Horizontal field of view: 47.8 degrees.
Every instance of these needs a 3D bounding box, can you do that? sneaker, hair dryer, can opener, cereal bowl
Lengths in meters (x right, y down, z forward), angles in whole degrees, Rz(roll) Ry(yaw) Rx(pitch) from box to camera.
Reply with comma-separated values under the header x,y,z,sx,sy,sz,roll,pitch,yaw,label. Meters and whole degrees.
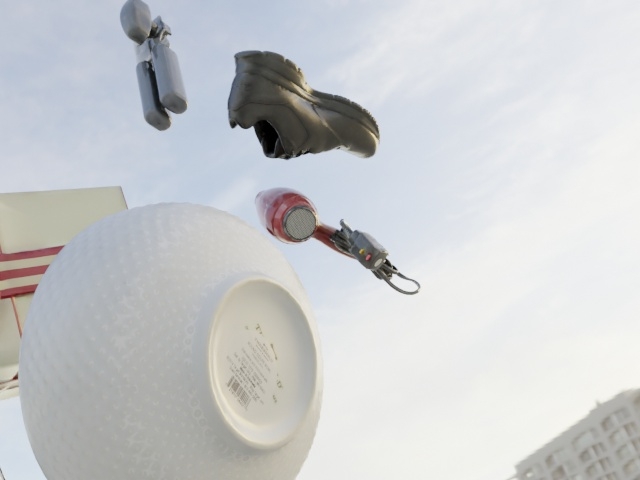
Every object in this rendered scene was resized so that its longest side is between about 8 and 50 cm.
x,y,z,sx,sy,sz,roll,pitch,yaw,label
-0.028,-0.170,1.080,0.286,0.130,0.109,22,-9,-37,sneaker
0.000,0.000,1.087,0.080,0.293,0.223,-54,-27,-3,hair dryer
-0.267,-0.275,1.123,0.074,0.280,0.093,-42,-44,20,can opener
-0.103,0.121,0.704,0.141,0.339,0.339,-12,-25,35,cereal bowl

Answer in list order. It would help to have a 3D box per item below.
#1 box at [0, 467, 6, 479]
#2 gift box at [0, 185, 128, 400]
x,y,z,sx,sy,sz,roll,pitch,yaw,label
-0.500,0.377,0.918,0.153,0.108,0.207,-21,3,-6,box
-0.384,0.059,0.945,0.258,0.255,0.276,-9,-24,-38,gift box
